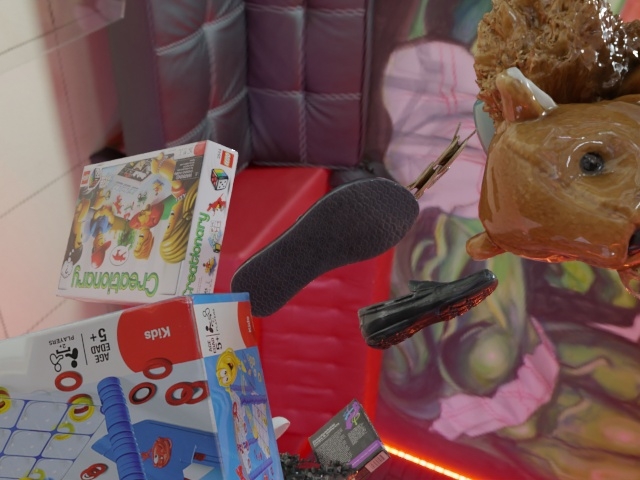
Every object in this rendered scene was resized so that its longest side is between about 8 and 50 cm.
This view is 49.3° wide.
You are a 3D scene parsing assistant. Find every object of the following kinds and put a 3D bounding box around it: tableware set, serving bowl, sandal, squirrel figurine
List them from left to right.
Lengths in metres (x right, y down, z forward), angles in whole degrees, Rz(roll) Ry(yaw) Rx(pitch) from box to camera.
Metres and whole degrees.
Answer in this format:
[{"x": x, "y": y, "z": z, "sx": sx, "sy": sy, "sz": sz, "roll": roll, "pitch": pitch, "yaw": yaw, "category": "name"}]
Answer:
[{"x": -0.095, "y": 0.343, "z": 1.248, "sx": 0.083, "sy": 0.027, "sz": 0.083, "roll": -36, "pitch": 158, "yaw": -17, "category": "serving bowl"}, {"x": -0.001, "y": 0.000, "z": 0.858, "sx": 0.097, "sy": 0.254, "sz": 0.054, "roll": 59, "pitch": 10, "yaw": -12, "category": "sandal"}, {"x": 0.219, "y": -0.147, "z": 1.346, "sx": 0.128, "sy": 0.039, "sz": 0.194, "roll": -51, "pitch": 180, "yaw": -28, "category": "tableware set"}, {"x": 0.292, "y": -0.098, "z": 0.683, "sx": 0.370, "sy": 0.397, "sz": 0.281, "roll": -14, "pitch": 132, "yaw": -17, "category": "squirrel figurine"}]

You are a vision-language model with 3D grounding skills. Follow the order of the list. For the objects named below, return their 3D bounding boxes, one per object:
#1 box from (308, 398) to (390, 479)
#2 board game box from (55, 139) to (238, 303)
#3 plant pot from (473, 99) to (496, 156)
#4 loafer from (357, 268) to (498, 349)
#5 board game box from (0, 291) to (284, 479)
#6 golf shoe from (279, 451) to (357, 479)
[{"x": 0.046, "y": 0.356, "z": 1.204, "sx": 0.116, "sy": 0.029, "sz": 0.162, "roll": -41, "pitch": -156, "yaw": 2, "category": "box"}, {"x": -0.232, "y": -0.013, "z": 0.897, "sx": 0.053, "sy": 0.305, "sz": 0.193, "roll": 19, "pitch": 75, "yaw": -43, "category": "board game box"}, {"x": 0.458, "y": -0.246, "z": 1.443, "sx": 0.293, "sy": 0.235, "sz": 0.293, "roll": -40, "pitch": -173, "yaw": 6, "category": "plant pot"}, {"x": 0.159, "y": 0.091, "z": 1.064, "sx": 0.076, "sy": 0.223, "sz": 0.078, "roll": 42, "pitch": 25, "yaw": -62, "category": "loafer"}, {"x": -0.173, "y": 0.214, "z": 0.474, "sx": 0.086, "sy": 0.308, "sz": 0.302, "roll": 12, "pitch": 64, "yaw": -72, "category": "board game box"}, {"x": -0.017, "y": 0.228, "z": 0.571, "sx": 0.198, "sy": 0.077, "sz": 0.094, "roll": 34, "pitch": 60, "yaw": -74, "category": "golf shoe"}]
